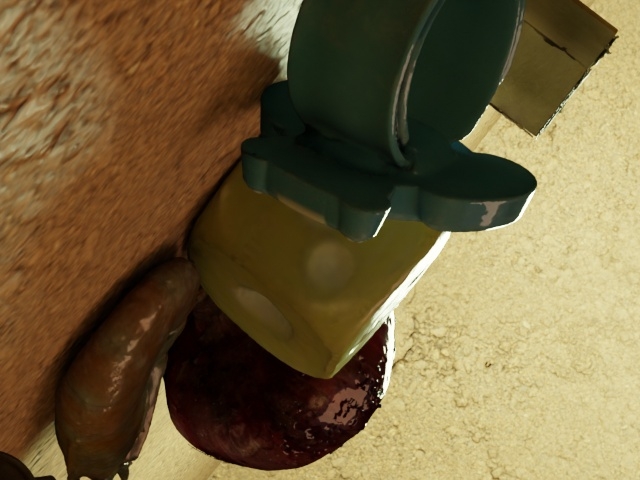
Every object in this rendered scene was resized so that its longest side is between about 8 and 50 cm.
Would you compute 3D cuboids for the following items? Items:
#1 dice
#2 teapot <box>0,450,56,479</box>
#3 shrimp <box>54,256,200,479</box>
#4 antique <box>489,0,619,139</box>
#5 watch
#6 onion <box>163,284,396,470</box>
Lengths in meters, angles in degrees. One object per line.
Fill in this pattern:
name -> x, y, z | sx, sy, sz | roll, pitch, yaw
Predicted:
dice -> 0.000, 0.000, 1.143 | 0.169, 0.166, 0.169 | -49, 174, -19
teapot -> -0.249, 0.193, 0.979 | 0.121, 0.076, 0.068 | -20, 173, -17
shrimp -> -0.162, 0.121, 1.148 | 0.168, 0.077, 0.317 | -49, 171, -33
antique -> 0.295, -0.253, 1.823 | 0.148, 0.152, 0.146 | -47, 174, -45
watch -> 0.053, -0.118, 0.911 | 0.211, 0.211, 0.193 | -40, 147, -59
onion -> -0.049, 0.095, 1.300 | 0.252, 0.219, 0.252 | -27, -144, 22
